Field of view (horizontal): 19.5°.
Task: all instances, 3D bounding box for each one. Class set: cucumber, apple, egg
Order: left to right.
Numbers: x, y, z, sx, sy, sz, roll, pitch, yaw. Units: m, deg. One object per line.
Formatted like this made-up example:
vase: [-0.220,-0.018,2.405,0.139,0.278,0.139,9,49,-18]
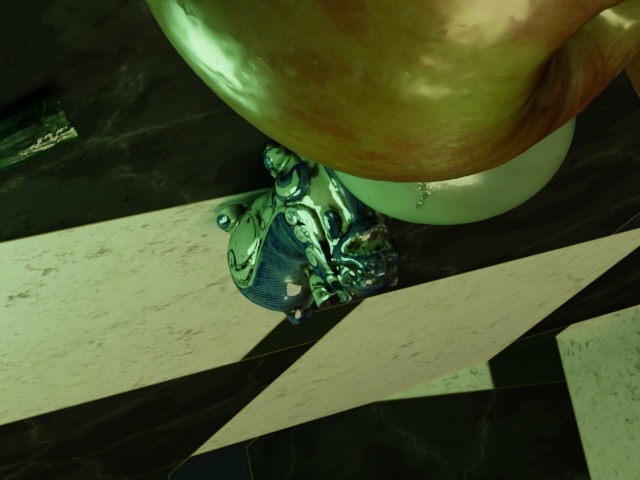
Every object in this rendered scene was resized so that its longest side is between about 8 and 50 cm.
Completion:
cucumber: [-0.261,-0.089,1.599,0.105,0.048,0.048,-24,164,5]
apple: [0.068,-0.233,1.147,0.400,0.333,0.400,-41,168,-11]
egg: [0.124,-0.116,1.782,0.282,0.203,0.203,-12,160,-43]

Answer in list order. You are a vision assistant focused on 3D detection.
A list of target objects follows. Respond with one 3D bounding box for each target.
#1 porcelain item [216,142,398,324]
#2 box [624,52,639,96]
porcelain item: [0.000,0.000,2.015,0.138,0.186,0.288,-17,164,-28]
box: [0.477,-0.237,2.163,0.237,0.070,0.152,-6,156,-43]
